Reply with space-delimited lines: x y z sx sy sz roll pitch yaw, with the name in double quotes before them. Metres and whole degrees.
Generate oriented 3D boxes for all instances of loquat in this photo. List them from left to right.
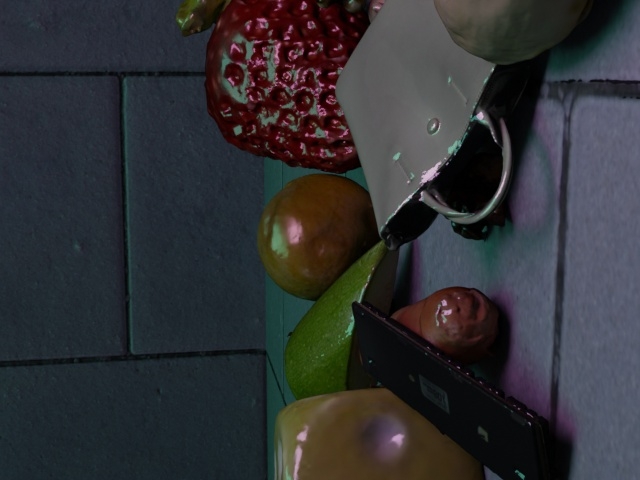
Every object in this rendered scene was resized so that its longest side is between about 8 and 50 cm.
"loquat" 0.002 -0.003 1.502 0.213 0.213 0.213 178 90 -81

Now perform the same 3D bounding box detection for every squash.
"squash" 0.060 0.149 1.358 0.203 0.111 0.288 54 131 7

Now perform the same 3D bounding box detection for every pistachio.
"pistachio" 0.156 -0.218 0.744 0.215 0.143 0.144 84 -178 -76

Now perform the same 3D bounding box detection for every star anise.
"star anise" 0.158 -0.042 0.953 0.190 0.070 0.097 -159 70 -78

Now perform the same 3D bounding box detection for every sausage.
"sausage" 0.118 0.124 1.135 0.094 0.094 0.419 48 165 3

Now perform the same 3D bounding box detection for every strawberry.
"strawberry" -0.029 -0.246 1.503 0.317 0.295 0.345 -52 42 14

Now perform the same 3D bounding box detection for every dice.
"dice" 0.060 0.313 1.133 0.238 0.226 0.233 106 162 -65

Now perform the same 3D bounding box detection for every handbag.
"handbag" 0.109 -0.130 0.947 0.241 0.109 0.315 -58 23 29

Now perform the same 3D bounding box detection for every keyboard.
"keyboard" 0.125 0.154 0.950 0.317 0.027 0.106 31 139 56

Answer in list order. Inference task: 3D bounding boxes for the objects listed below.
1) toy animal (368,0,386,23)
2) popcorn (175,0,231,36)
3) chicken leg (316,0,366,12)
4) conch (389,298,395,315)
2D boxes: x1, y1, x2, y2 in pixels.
"toy animal" 0.103 -0.285 1.241 0.083 0.089 0.150 62 -164 -62
"popcorn" -0.104 -0.483 1.802 0.274 0.279 0.336 -40 29 55
"chicken leg" 0.064 -0.395 1.096 0.212 0.140 0.361 -65 14 1
"conch" 0.074 0.139 1.496 0.106 0.079 0.170 -133 56 -61
